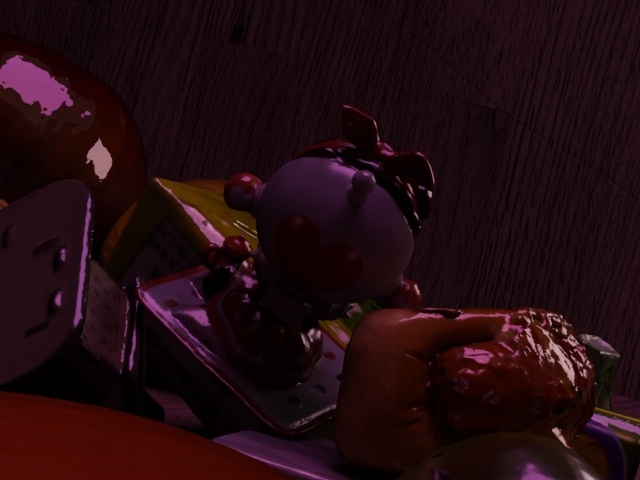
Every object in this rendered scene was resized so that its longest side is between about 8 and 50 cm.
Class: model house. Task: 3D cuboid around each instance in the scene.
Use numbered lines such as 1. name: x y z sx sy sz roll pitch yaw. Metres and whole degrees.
1. model house: -0.204 0.128 1.426 0.205 0.218 0.279 -23 -51 20

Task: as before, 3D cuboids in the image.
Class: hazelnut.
1. hazelnut: -0.419 -0.068 2.090 0.409 0.359 0.359 16 3 15

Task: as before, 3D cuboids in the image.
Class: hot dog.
1. hot dog: 0.128 0.124 1.299 0.153 0.150 0.256 5 -4 28

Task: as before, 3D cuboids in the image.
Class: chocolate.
1. chocolate: -0.038 0.096 1.599 0.301 0.137 0.289 48 15 21

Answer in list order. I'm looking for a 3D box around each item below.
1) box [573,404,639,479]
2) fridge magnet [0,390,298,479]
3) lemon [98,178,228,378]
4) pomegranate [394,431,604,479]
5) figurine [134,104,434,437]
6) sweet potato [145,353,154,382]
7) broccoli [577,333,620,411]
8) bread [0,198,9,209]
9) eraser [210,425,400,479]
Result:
1. box: 0.152 0.197 1.741 0.345 0.134 0.097 17 3 13
2. fridge magnet: -0.107 0.157 0.775 0.363 0.155 0.363 15 2 -1
3. lemon: -0.127 0.050 1.994 0.260 0.260 0.284 16 13 13
4. pomegranate: 0.119 0.216 1.001 0.209 0.180 0.180 45 -9 -21
5. figurine: 0.000 0.000 1.330 0.183 0.226 0.160 42 30 20
6. sweet potato: -0.297 0.088 1.583 0.131 0.131 0.336 18 12 42
7. broccoli: 0.263 0.192 1.870 0.219 0.194 0.194 21 0 -28
8. bread: -0.434 0.016 1.714 0.211 0.184 0.224 10 -2 28
9. eraser: 0.117 0.234 1.268 0.396 0.082 0.213 16 3 16
